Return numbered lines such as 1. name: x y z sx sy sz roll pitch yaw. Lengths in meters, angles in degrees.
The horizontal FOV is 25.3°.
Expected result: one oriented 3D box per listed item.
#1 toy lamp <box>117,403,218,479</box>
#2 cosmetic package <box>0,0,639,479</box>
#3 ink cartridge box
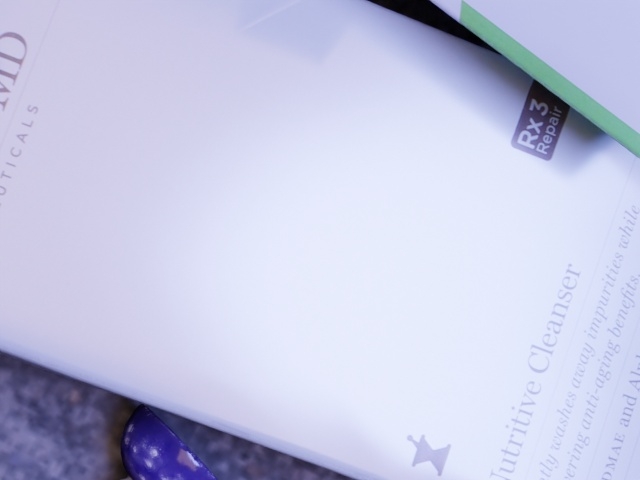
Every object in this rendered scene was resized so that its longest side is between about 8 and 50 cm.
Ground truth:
1. toy lamp: -0.168 0.198 0.700 0.275 0.080 0.080 -42 93 -14
2. cosmetic package: 0.000 0.000 0.707 0.385 0.156 0.217 19 83 -9
3. ink cartridge box: 0.120 -0.184 0.687 0.198 0.273 0.115 36 119 -5
